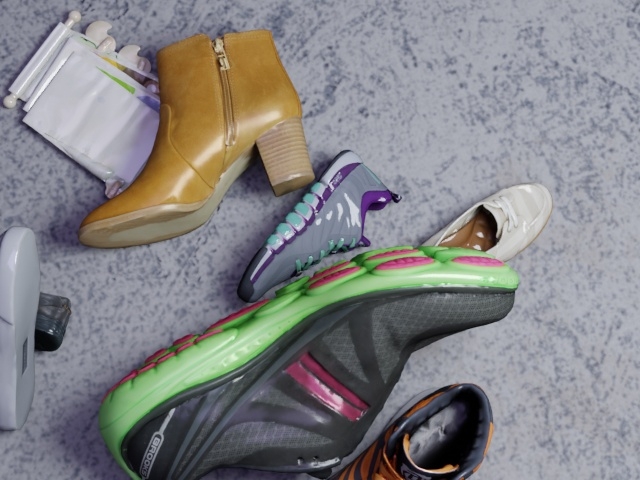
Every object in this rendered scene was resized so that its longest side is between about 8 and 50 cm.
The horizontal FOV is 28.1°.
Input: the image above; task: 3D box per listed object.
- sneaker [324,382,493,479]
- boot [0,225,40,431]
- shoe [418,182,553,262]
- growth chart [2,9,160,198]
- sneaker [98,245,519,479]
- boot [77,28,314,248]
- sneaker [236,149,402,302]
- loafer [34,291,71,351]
[{"bbox_3d":[0.066,0.270,1.374,0.124,0.180,0.321,37,77,6],"label":"sneaker"},{"bbox_3d":[-0.375,0.092,1.378,0.123,0.095,0.258,11,119,2],"label":"boot"},{"bbox_3d":[0.189,-0.001,1.512,0.219,0.058,0.076,-34,80,-11],"label":"shoe"},{"bbox_3d":[-0.260,-0.159,1.543,0.237,0.021,0.172,41,77,7],"label":"growth chart"},{"bbox_3d":[0.000,0.148,1.404,0.483,0.185,0.202,-25,96,8],"label":"sneaker"},{"bbox_3d":[-0.166,-0.124,1.495,0.295,0.104,0.211,-19,75,-8],"label":"boot"},{"bbox_3d":[0.000,0.000,1.491,0.098,0.083,0.223,39,76,1],"label":"sneaker"},{"bbox_3d":[-0.369,0.074,1.466,0.170,0.062,0.061,19,52,-3],"label":"loafer"}]
